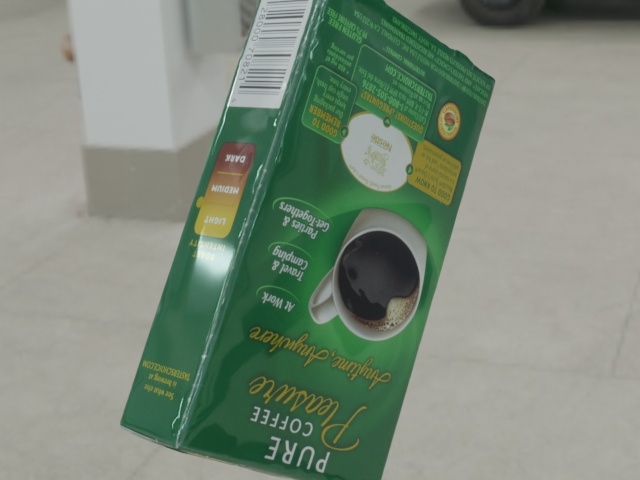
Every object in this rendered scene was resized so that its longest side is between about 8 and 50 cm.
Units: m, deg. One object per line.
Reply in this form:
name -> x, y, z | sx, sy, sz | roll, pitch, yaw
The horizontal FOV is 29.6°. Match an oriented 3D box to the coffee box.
coffee box -> 0.000, 0.000, 0.469 | 0.040, 0.184, 0.113 | 9, -10, 44
